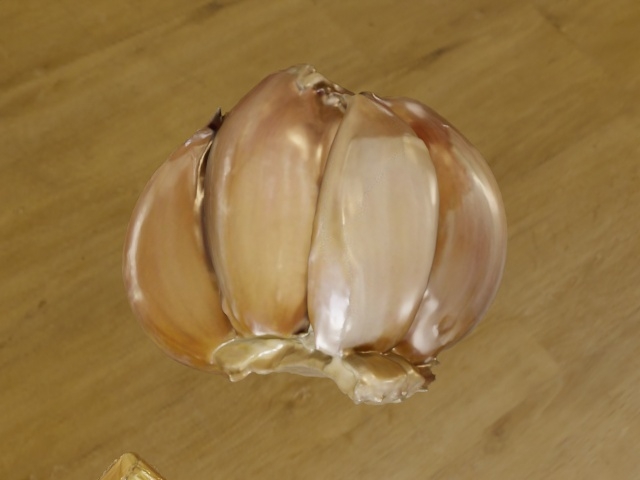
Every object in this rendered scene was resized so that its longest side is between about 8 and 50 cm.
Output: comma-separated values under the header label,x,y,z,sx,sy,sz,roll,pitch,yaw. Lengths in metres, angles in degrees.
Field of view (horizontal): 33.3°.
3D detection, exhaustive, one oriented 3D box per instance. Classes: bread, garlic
label,x,y,z,sx,sy,sz,roll,pitch,yaw
bread,-0.341,0.456,1.692,0.107,0.136,0.241,46,77,-17
garlic,0.000,0.000,0.645,0.160,0.214,0.191,11,79,-43
